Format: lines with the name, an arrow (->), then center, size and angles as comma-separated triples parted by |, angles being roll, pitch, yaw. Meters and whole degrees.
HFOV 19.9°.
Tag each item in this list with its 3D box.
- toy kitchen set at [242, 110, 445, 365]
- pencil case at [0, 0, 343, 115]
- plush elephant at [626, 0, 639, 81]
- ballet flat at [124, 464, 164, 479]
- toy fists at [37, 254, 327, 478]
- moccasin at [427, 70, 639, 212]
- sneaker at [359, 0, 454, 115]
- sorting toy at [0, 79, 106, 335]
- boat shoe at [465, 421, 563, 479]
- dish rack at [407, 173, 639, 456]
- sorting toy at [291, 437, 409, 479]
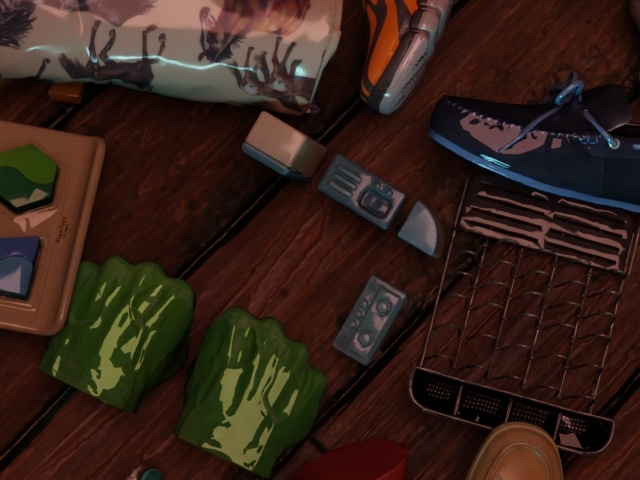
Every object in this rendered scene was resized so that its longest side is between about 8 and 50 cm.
toy kitchen set -> 0.000, 0.000, 1.782 | 0.207, 0.122, 0.166 | 31, 92, 11
pencil case -> -0.189, -0.218, 1.766 | 0.410, 0.183, 0.160 | 6, 91, -8
plush elephant -> 0.407, -0.279, 1.817 | 0.255, 0.330, 0.272 | -22, 68, 14
ballet flat -> -0.178, 0.338, 1.736 | 0.077, 0.091, 0.241 | -15, 75, 26
toy fists -> -0.129, 0.114, 1.764 | 0.279, 0.096, 0.142 | 25, 87, 10
moccasin -> 0.278, -0.107, 1.823 | 0.342, 0.138, 0.117 | 12, 110, -14
sneaker -> 0.057, -0.287, 1.855 | 0.180, 0.124, 0.321 | 19, 68, 3
sorting toy -> -0.331, -0.070, 1.785 | 0.229, 0.041, 0.307 | 9, 69, 4
boat shoe -> 0.175, 0.317, 1.731 | 0.104, 0.089, 0.285 | 9, 93, 1
dish rack -> 0.210, 0.065, 1.817 | 0.208, 0.074, 0.272 | 16, 79, -3
sorting toy -> -0.049, 0.324, 1.711 | 0.365, 0.127, 0.126 | -29, 108, -28
